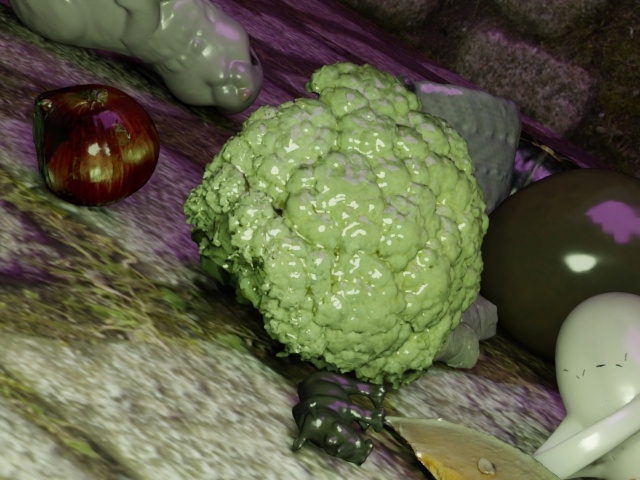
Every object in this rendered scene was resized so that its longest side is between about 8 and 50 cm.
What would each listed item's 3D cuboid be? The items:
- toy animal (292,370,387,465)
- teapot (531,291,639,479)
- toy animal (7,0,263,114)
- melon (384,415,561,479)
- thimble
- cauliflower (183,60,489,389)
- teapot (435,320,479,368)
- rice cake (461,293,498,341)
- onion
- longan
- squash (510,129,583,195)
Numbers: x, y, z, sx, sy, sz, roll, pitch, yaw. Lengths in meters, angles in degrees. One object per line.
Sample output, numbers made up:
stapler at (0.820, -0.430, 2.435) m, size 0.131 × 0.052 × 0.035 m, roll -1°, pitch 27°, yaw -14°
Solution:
toy animal at (0.011, 0.128, 1.156) m, size 0.065 × 0.047 × 0.136 m, roll 21°, pitch 15°, yaw -4°
teapot at (0.261, 0.147, 1.384) m, size 0.299 × 0.165 × 0.208 m, roll -8°, pitch 78°, yaw -57°
toy animal at (-0.230, -0.283, 2.020) m, size 0.357 × 0.194 × 0.258 m, roll 39°, pitch -17°, yaw -26°
melon at (0.118, 0.176, 1.211) m, size 0.098 × 0.054 × 0.182 m, roll 4°, pitch 22°, yaw -25°
thimble at (0.101, -0.088, 1.789) m, size 0.217 × 0.157 × 0.245 m, roll 5°, pitch -3°, yaw 23°
cauliflower at (0.000, 0.000, 1.352) m, size 0.275 × 0.250 × 0.272 m, roll 56°, pitch 44°, yaw -25°
teapot at (0.106, 0.086, 1.486) m, size 0.083 × 0.057 × 0.067 m, roll 24°, pitch 37°, yaw -50°
rice cake at (0.040, 0.014, 1.636) m, size 0.298 × 0.050 × 0.106 m, roll 32°, pitch 13°, yaw 22°
onion at (-0.193, -0.085, 1.413) m, size 0.118 × 0.118 × 0.117 m, roll 20°, pitch 38°, yaw -31°
longan at (0.274, 0.030, 1.703) m, size 0.248 × 0.248 × 0.248 m, roll 26°, pitch 13°, yaw -7°
squash at (0.231, -0.045, 1.996) m, size 0.252 × 0.165 × 0.252 m, roll 29°, pitch 12°, yaw -7°
